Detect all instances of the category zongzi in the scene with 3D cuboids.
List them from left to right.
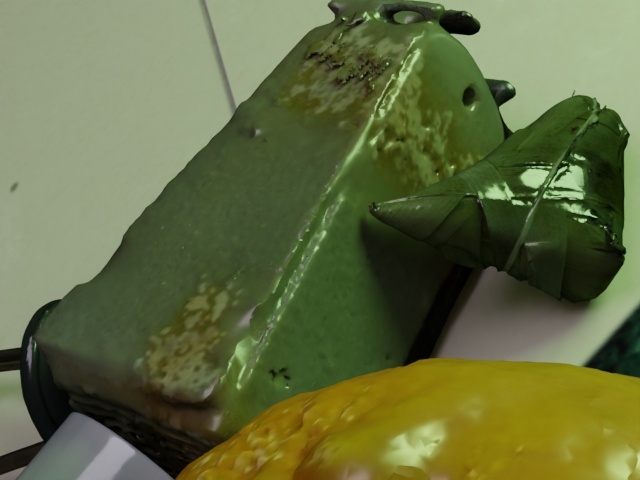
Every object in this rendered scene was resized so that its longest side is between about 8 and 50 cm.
[{"bbox_3d":[0.094,-0.049,0.974,0.130,0.062,0.154,16,49,-7],"label":"zongzi"}]

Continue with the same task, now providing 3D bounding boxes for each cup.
[{"bbox_3d":[-0.126,0.168,0.950,0.099,0.136,0.133,37,73,6],"label":"cup"}]

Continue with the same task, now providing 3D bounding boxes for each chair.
[{"bbox_3d":[-0.194,0.087,1.059,0.221,0.095,0.104,-10,55,27],"label":"chair"}]

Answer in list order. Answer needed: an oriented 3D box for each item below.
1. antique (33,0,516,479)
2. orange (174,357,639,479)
[{"bbox_3d":[0.000,0.000,0.981,0.150,0.125,0.284,13,60,42],"label":"antique"},{"bbox_3d":[0.051,0.196,0.610,0.340,0.293,0.341,-29,27,16],"label":"orange"}]
